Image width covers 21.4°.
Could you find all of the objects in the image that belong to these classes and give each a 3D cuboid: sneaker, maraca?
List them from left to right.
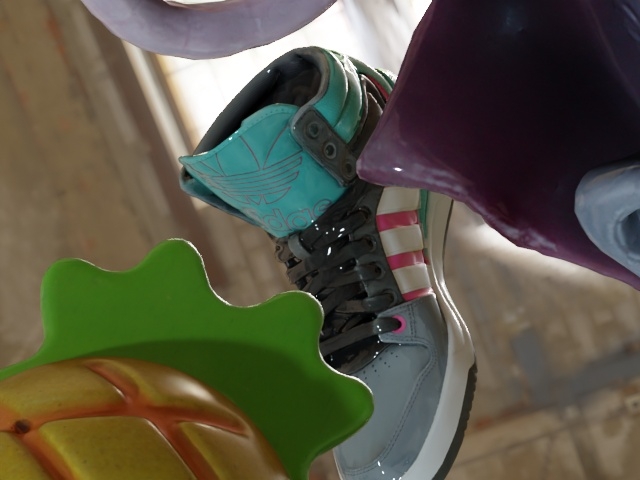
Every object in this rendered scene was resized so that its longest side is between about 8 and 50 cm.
[{"bbox_3d":[-0.057,0.078,0.468,0.099,0.127,0.185,112,-177,-56],"label":"maraca"},{"bbox_3d":[0.000,0.000,0.993,0.178,0.124,0.295,29,-134,-37],"label":"sneaker"}]

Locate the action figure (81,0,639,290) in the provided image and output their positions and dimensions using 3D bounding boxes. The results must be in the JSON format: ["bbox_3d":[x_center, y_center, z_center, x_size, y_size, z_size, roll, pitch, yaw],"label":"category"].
[{"bbox_3d":[0.132,-0.135,0.485,0.370,0.276,0.248,-58,-30,-36],"label":"action figure"}]
